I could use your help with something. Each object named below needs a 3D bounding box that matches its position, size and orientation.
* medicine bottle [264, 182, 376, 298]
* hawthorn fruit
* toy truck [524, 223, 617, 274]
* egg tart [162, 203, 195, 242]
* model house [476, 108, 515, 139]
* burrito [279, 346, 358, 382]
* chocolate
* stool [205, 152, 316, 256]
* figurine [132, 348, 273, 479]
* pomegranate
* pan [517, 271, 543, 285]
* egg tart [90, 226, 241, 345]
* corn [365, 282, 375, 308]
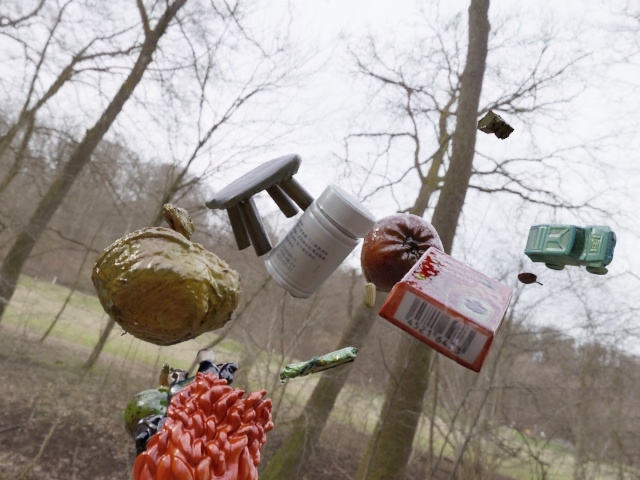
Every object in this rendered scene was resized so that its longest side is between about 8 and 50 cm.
[{"bbox_3d":[0.000,0.000,1.592,0.190,0.332,0.190,38,17,-13],"label":"medicine bottle"},{"bbox_3d":[0.373,0.078,2.480,0.403,0.403,0.403,16,-15,4],"label":"hawthorn fruit"},{"bbox_3d":[0.842,0.020,1.766,0.156,0.155,0.279,21,-9,-32],"label":"toy truck"},{"bbox_3d":[-0.384,-0.047,1.431,0.130,0.052,0.130,39,-34,32],"label":"egg tart"},{"bbox_3d":[0.449,-0.291,1.348,0.083,0.057,0.058,8,-47,-47],"label":"model house"},{"bbox_3d":[-0.014,0.414,1.748,0.288,0.054,0.104,-19,-19,11],"label":"burrito"},{"bbox_3d":[0.280,0.134,1.131,0.237,0.108,0.235,29,32,19],"label":"chocolate"},{"bbox_3d":[-0.181,-0.119,1.719,0.226,0.310,0.310,59,-20,-16],"label":"stool"},{"bbox_3d":[-0.264,0.398,1.094,0.412,0.306,0.241,16,-44,57],"label":"figurine"},{"bbox_3d":[-0.555,0.603,1.871,0.231,0.286,0.231,32,-18,12],"label":"pomegranate"},{"bbox_3d":[0.758,0.147,1.877,0.115,0.023,0.068,24,-29,-20],"label":"pan"},{"bbox_3d":[-0.402,0.142,1.306,0.351,0.339,0.153,43,16,-15],"label":"egg tart"},{"bbox_3d":[0.167,0.186,1.769,0.037,0.092,0.037,6,-29,3],"label":"corn"}]
